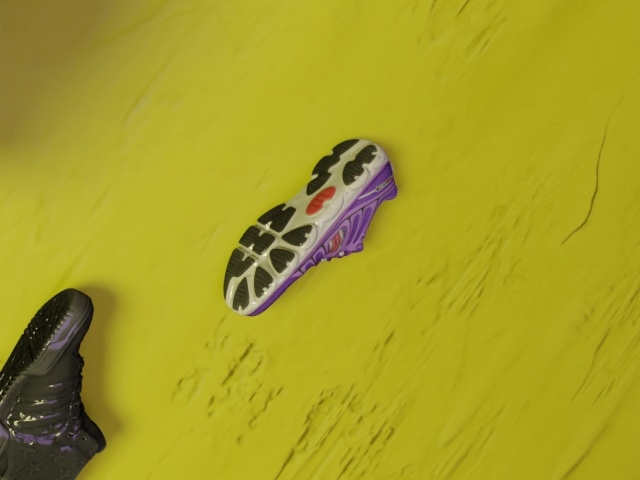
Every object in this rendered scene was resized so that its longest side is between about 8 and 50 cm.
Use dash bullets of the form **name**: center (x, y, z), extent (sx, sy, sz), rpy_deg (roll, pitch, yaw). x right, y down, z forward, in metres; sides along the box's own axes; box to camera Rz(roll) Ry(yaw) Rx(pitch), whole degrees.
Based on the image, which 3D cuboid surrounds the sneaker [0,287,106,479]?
- **sneaker**: center (-0.183, 0.119, 0.537), extent (0.089, 0.051, 0.170), rpy_deg (33, 93, -33)

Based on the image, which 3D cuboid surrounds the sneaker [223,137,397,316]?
- **sneaker**: center (0.000, 0.000, 0.591), extent (0.170, 0.068, 0.071), rpy_deg (-44, 128, -11)
